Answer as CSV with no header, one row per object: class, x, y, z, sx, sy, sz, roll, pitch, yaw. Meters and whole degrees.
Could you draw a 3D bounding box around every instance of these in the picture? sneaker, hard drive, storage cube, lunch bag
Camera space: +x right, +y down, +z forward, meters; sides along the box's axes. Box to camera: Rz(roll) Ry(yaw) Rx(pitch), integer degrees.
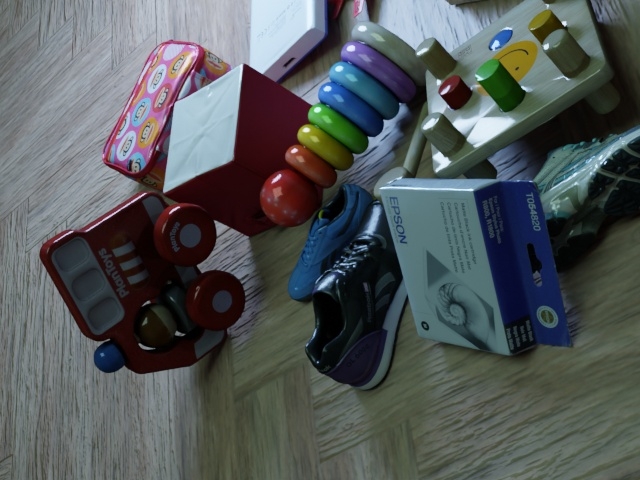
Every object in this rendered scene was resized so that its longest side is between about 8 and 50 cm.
sneaker,0.328,-0.086,1.234,0.283,0.110,0.122,-37,39,26
sneaker,0.054,0.059,1.441,0.107,0.124,0.283,-9,63,45
hard drive,-0.061,-0.454,1.889,0.210,0.040,0.318,-35,46,45
storage cube,-0.123,-0.143,1.694,0.184,0.193,0.215,-20,55,40
lunch bag,-0.310,-0.251,2.028,0.258,0.120,0.293,21,85,55
sneaker,0.000,0.000,1.570,0.209,0.082,0.069,-53,42,15

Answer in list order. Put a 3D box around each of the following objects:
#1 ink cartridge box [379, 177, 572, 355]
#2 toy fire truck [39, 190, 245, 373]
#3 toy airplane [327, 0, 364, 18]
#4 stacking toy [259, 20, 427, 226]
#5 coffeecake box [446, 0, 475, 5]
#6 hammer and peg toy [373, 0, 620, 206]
ink cartridge box,0.187,0.032,1.266,0.224,0.045,0.223,3,116,49
toy fire truck,-0.282,0.079,1.636,0.254,0.302,0.169,-35,26,-28
toy airplane,0.058,-0.437,1.783,0.151,0.028,0.151,-26,50,37
stacking toy,0.020,-0.165,1.556,0.330,0.141,0.141,-54,39,0
coffeecake box,0.255,-0.461,1.547,0.142,0.068,0.185,3,73,48
hammer and peg toy,0.205,-0.197,1.358,0.361,0.127,0.266,-32,33,28
